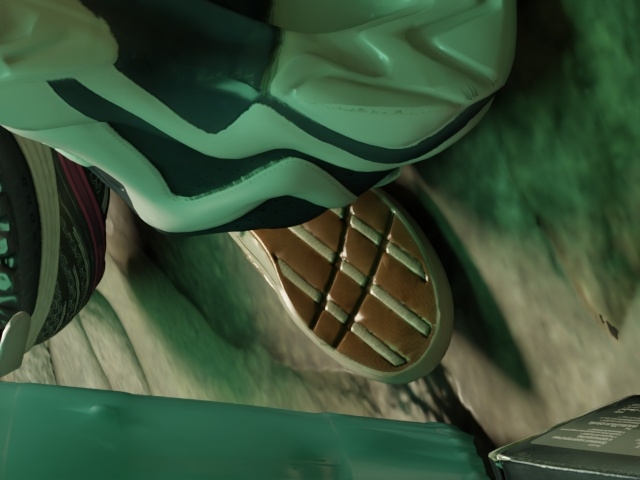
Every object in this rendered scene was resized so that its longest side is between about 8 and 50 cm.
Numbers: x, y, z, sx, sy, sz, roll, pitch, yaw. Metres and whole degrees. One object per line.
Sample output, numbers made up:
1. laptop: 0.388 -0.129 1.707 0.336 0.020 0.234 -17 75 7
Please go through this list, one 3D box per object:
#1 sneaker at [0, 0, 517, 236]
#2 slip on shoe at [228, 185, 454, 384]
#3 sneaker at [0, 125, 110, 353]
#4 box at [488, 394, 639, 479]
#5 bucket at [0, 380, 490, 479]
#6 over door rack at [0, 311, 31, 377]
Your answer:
1. sneaker: -0.072 -0.055 0.460 0.153 0.235 0.094 109 164 -70
2. slip on shoe: 0.000 0.000 0.534 0.135 0.051 0.041 40 -178 36
3. sneaker: -0.153 -0.094 0.707 0.121 0.112 0.299 10 109 22
4. box: 0.133 0.124 0.331 0.220 0.051 0.175 -6 102 65
5. bucket: -0.050 0.173 0.483 0.281 0.183 0.281 -178 90 -84
6. over door rack: -0.197 -0.083 0.529 0.108 0.239 0.324 14 109 23
